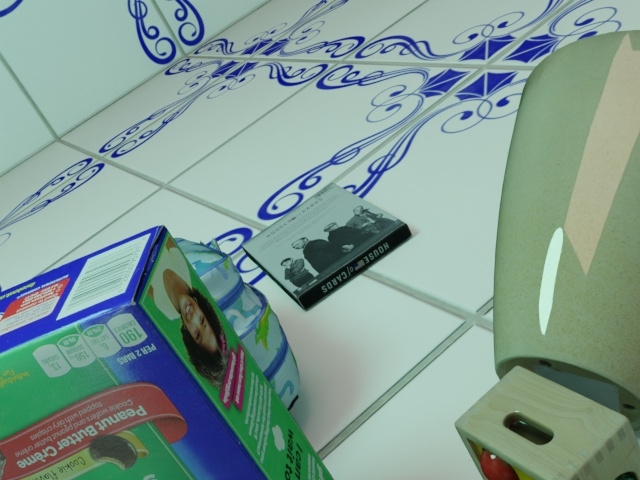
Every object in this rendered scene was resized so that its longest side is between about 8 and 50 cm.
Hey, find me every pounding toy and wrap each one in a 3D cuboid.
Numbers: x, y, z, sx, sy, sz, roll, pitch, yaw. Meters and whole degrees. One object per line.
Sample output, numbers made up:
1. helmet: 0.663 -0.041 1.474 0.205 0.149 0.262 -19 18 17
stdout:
1. pounding toy: 0.169 0.174 0.587 0.100 0.130 0.141 -38 28 -17

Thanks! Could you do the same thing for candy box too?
1. candy box: -0.169 0.182 0.699 0.268 0.317 0.122 -22 29 16

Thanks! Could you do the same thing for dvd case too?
1. dvd case: 0.000 0.000 1.177 0.179 0.030 0.238 -34 26 -10

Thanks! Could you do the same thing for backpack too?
1. backpack: -0.185 0.126 0.927 0.290 0.274 0.355 -26 35 -27

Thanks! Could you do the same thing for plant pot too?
1. plant pot: 0.254 0.010 0.705 0.256 0.256 0.274 0 54 45
